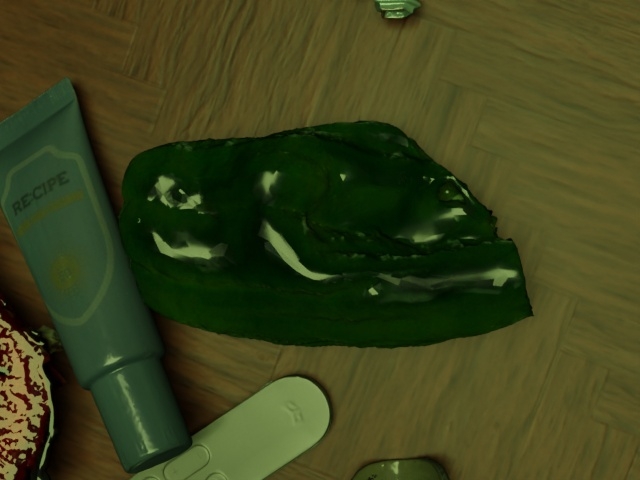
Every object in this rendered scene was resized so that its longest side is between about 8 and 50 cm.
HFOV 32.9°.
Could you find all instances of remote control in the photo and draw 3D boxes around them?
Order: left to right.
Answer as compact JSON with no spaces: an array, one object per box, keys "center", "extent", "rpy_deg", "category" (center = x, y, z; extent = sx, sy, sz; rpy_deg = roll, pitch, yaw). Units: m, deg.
[{"center":[-0.095,0.216,1.071],"extent":[0.245,0.022,0.077],"rpy_deg":[-35,87,9],"category":"remote control"}]

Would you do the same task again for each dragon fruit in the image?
[{"center":[-0.396,0.194,1.076],"extent":[0.343,0.100,0.282],"rpy_deg":[-42,84,0],"category":"dragon fruit"}]

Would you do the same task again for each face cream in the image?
[{"center":[-0.228,0.035,1.051],"extent":[0.136,0.086,0.385],"rpy_deg":[-30,75,17],"category":"face cream"}]

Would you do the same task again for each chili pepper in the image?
[{"center":[-0.001,-0.005,0.979],"extent":[0.385,0.167,0.213],"rpy_deg":[2,93,8],"category":"chili pepper"}]

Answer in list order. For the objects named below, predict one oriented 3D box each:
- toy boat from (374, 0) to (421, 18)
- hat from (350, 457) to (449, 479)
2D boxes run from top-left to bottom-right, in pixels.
[{"center":[0.060,-0.242,1.017],"extent":[0.140,0.059,0.066],"rpy_deg":[1,79,8],"category":"toy boat"},{"center":[0.086,0.296,1.027],"extent":[0.147,0.085,0.175],"rpy_deg":[-1,68,20],"category":"hat"}]
